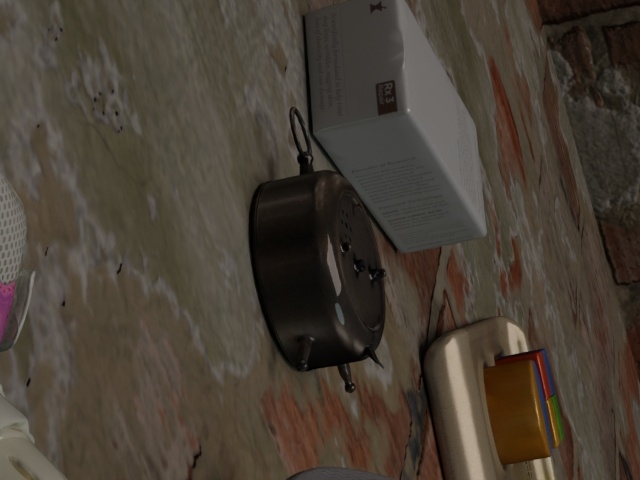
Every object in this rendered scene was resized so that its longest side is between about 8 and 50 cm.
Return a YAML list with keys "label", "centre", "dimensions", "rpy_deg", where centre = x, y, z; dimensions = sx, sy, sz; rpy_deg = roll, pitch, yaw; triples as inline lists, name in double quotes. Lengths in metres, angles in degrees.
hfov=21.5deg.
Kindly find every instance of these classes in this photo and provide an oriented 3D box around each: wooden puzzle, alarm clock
- label: "wooden puzzle"
  centre: [0.197, 0.232, 1.595]
  dimensions: [0.348, 0.081, 0.322]
  rpy_deg: [-2, 81, -74]
- label: "alarm clock"
  centre: [0.000, 0.000, 1.124]
  dimensions: [0.129, 0.064, 0.192]
  rpy_deg: [33, 44, -68]

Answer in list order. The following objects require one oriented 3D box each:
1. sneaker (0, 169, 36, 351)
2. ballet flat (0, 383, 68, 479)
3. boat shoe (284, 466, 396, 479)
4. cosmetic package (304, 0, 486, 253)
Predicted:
- label: "sneaker"
  centre: [-0.130, 0.033, 0.484]
  dimensions: [0.111, 0.103, 0.252]
  rpy_deg: [-34, 129, -63]
- label: "ballet flat"
  centre: [-0.117, 0.124, 0.593]
  dimensions: [0.091, 0.077, 0.240]
  rpy_deg: [16, 63, -71]
- label: "boat shoe"
  centre: [-0.014, 0.219, 0.800]
  dimensions: [0.335, 0.121, 0.119]
  rpy_deg: [-34, 130, -67]
- label: "cosmetic package"
  centre: [0.064, -0.090, 1.366]
  dimensions: [0.231, 0.086, 0.117]
  rpy_deg: [49, 32, -56]
